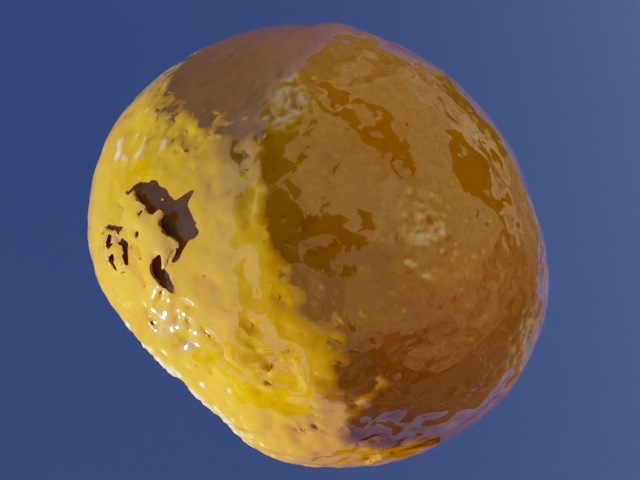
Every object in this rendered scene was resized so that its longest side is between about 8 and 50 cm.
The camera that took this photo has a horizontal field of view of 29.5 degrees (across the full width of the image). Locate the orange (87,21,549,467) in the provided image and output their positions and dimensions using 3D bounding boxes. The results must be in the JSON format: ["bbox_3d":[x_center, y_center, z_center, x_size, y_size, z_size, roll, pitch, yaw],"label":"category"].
[{"bbox_3d":[0.000,0.002,0.563,0.219,0.219,0.193,26,-82,-44],"label":"orange"}]
